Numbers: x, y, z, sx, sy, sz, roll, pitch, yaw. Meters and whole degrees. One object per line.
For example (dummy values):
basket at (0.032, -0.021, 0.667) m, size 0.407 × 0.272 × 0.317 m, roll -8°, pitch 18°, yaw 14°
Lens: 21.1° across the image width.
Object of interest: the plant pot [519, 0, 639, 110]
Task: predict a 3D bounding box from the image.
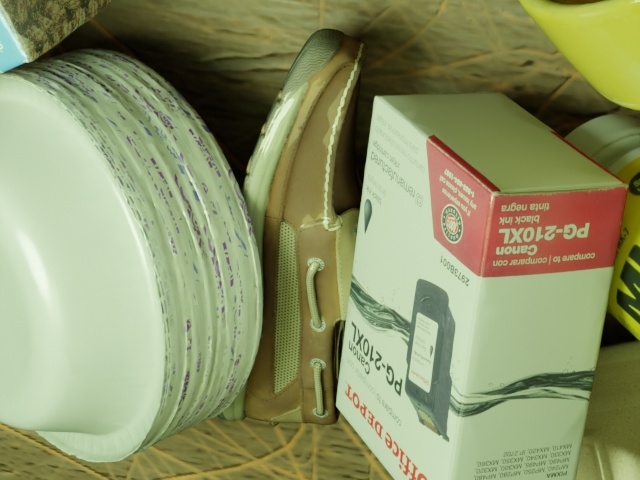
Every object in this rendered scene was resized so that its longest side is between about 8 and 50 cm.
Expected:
plant pot at (0.278, -0.139, 0.987) m, size 0.254 × 0.254 × 0.239 m, roll -30°, pitch 119°, yaw 29°

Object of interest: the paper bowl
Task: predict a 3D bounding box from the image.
paper bowl at (-0.183, 0.018, 1.202) m, size 0.284 × 0.148 × 0.284 m, roll 25°, pitch 126°, yaw 41°

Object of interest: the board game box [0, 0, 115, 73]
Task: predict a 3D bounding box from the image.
board game box at (-0.316, -0.207, 1.179) m, size 0.291 × 0.141 × 0.232 m, roll -17°, pitch 109°, yaw 35°

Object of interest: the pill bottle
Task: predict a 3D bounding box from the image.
pill bottle at (0.231, 0.011, 1.080) m, size 0.119 × 0.208 × 0.119 m, roll -16°, pitch 127°, yaw -22°

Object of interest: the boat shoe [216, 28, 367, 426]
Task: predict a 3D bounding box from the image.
boat shoe at (0.000, 0.000, 1.221) m, size 0.116 × 0.123 × 0.324 m, roll 15°, pitch 126°, yaw 3°

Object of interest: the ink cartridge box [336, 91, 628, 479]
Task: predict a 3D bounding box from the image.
ink cartridge box at (0.097, 0.044, 1.111) m, size 0.100 × 0.172 × 0.237 m, roll -4°, pitch 116°, yaw -23°

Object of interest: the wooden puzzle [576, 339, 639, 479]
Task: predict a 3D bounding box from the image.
wooden puzzle at (0.247, 0.239, 1.215) m, size 0.322 × 0.080 × 0.348 m, roll -14°, pitch 90°, yaw 33°
